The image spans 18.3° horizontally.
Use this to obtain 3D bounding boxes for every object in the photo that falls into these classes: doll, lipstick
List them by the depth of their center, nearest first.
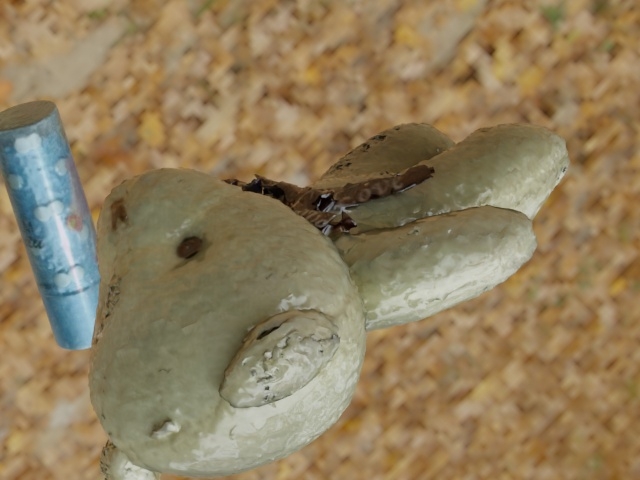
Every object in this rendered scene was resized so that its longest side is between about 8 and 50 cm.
[{"bbox_3d":[-0.004,0.000,0.960,0.278,0.149,0.175,-36,175,-42],"label":"doll"},{"bbox_3d":[-0.167,-0.009,1.261,0.048,0.048,0.158,-30,119,-31],"label":"lipstick"}]
